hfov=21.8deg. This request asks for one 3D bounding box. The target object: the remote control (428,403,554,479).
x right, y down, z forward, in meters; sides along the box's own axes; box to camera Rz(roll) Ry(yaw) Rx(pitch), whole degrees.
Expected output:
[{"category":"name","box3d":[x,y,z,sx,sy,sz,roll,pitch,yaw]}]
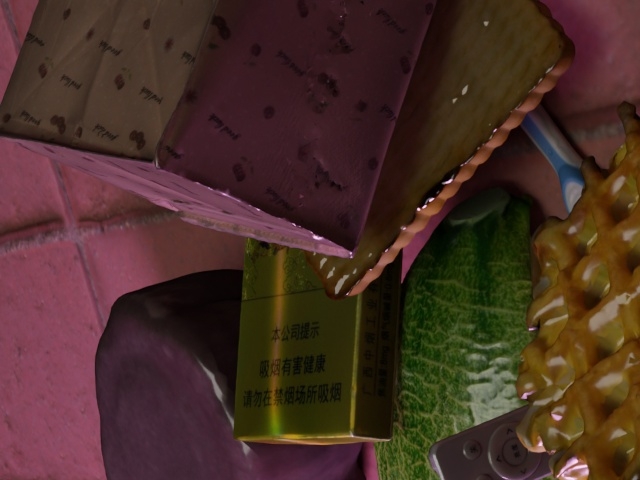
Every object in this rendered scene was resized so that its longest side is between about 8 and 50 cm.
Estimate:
[{"category":"remote control","box3d":[0.156,0.129,1.115,0.027,0.184,0.050,-20,89,69]}]

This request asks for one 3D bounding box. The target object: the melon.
[{"category":"melon","box3d":[0.121,0.130,1.215,0.196,0.124,0.323,1,108,48]}]

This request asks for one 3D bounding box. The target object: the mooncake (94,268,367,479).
[{"category":"mooncake","box3d":[-0.082,0.173,1.488,0.306,0.154,0.306,27,126,44]}]

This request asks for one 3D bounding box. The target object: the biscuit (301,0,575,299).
[{"category":"biscuit","box3d":[0.057,-0.094,1.175,0.254,0.029,0.172,-47,53,23]}]

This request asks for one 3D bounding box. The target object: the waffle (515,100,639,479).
[{"category":"waffle","box3d":[0.226,0.022,0.947,0.329,0.062,0.329,-43,33,37]}]

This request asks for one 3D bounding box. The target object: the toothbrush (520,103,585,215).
[{"category":"toothbrush","box3d":[0.178,-0.027,1.133,0.386,0.040,0.040,56,143,21]}]

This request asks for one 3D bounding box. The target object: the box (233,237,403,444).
[{"category":"box","box3d":[0.000,0.000,1.279,0.173,0.043,0.311,-11,72,56]}]

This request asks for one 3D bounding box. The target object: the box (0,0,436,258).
[{"category":"box","box3d":[-0.058,-0.164,1.150,0.225,0.190,0.297,13,83,50]}]
